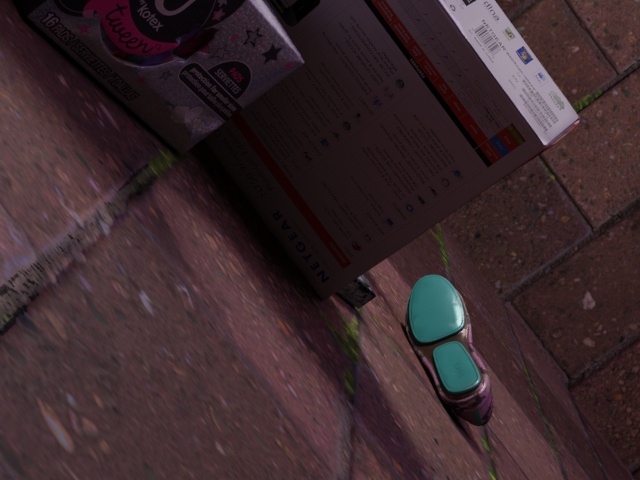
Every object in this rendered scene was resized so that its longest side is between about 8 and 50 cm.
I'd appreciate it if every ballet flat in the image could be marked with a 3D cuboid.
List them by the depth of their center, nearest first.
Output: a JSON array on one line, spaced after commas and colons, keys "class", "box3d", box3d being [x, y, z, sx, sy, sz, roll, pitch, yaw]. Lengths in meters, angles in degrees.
[{"class": "ballet flat", "box3d": [0.150, 0.134, 1.989, 0.221, 0.077, 0.079, -109, -179, -52]}]

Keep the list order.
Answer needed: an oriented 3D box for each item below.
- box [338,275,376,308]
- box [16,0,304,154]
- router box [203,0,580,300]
[{"class": "box", "box3d": [0.000, 0.000, 1.784, 0.137, 0.027, 0.094, 57, 9, 28]}, {"class": "box", "box3d": [-0.144, -0.210, 1.392, 0.163, 0.142, 0.247, 58, 9, 33]}, {"class": "router box", "box3d": [0.017, -0.157, 1.567, 0.335, 0.301, 0.082, 54, 38, -1]}]
